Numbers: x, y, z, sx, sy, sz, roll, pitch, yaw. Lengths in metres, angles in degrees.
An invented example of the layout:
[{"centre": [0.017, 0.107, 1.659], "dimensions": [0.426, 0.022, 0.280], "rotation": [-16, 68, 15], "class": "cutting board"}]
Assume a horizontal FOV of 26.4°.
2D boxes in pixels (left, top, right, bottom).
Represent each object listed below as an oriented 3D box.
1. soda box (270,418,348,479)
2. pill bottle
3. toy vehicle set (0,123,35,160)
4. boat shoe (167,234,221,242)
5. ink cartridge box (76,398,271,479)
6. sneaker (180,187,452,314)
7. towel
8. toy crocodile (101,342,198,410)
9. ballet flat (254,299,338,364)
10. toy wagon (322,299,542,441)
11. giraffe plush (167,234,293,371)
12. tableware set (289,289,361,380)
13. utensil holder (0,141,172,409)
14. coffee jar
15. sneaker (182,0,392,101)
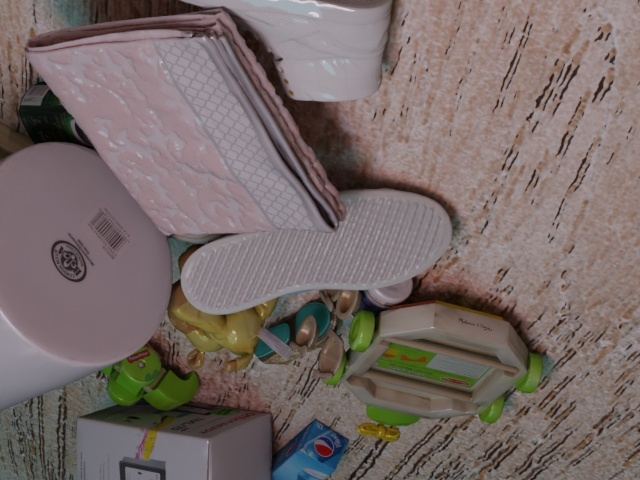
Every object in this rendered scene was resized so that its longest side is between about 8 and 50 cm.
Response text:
[{"centre": [-0.034, 0.383, 2.324], "dimensions": [0.071, 0.067, 0.210], "rotation": [33, 144, -6], "class": "soda box"}, {"centre": [0.074, 0.079, 1.887], "dimensions": [0.067, 0.067, 0.120], "rotation": [32, 143, -6], "class": "pill bottle"}, {"centre": [-0.448, -0.091, 2.042], "dimensions": [0.267, 0.035, 0.166], "rotation": [27, 144, 1], "class": "toy vehicle set"}, {"centre": [-0.200, -0.041, 1.901], "dimensions": [0.254, 0.079, 0.095], "rotation": [-15, 110, 41], "class": "boat shoe"}, {"centre": [-0.243, 0.388, 2.294], "dimensions": [0.270, 0.198, 0.197], "rotation": [4, 98, 29], "class": "ink cartridge box"}, {"centre": [0.000, 0.000, 1.808], "dimensions": [0.366, 0.150, 0.135], "rotation": [-10, 101, 14], "class": "sneaker"}, {"centre": [-0.163, -0.127, 1.653], "dimensions": [0.317, 0.053, 0.332], "rotation": [0, 136, 38], "class": "towel"}, {"centre": [-0.357, 0.173, 2.263], "dimensions": [0.340, 0.105, 0.115], "rotation": [35, 144, -1], "class": "toy crocodile"}, {"centre": [-0.020, 0.138, 2.036], "dimensions": [0.067, 0.073, 0.206], "rotation": [16, 156, -32], "class": "ballet flat"}, {"centre": [0.139, 0.192, 1.932], "dimensions": [0.267, 0.068, 0.344], "rotation": [15, 148, -13], "class": "toy wagon"}, {"centre": [-0.151, 0.101, 1.984], "dimensions": [0.210, 0.181, 0.170], "rotation": [57, 150, -9], "class": "giraffe plush"}, {"centre": [0.012, 0.106, 1.865], "dimensions": [0.020, 0.168, 0.141], "rotation": [19, -174, -24], "class": "tableware set"}, {"centre": [-0.438, 0.067, 1.871], "dimensions": [0.385, 0.327, 0.327], "rotation": [-21, 122, 44], "class": "utensil holder"}, {"centre": [-0.306, -0.166, 1.824], "dimensions": [0.184, 0.079, 0.096], "rotation": [3, 134, 32], "class": "coffee jar"}, {"centre": [-0.064, -0.240, 1.556], "dimensions": [0.292, 0.108, 0.169], "rotation": [16, 139, 13], "class": "sneaker"}]
